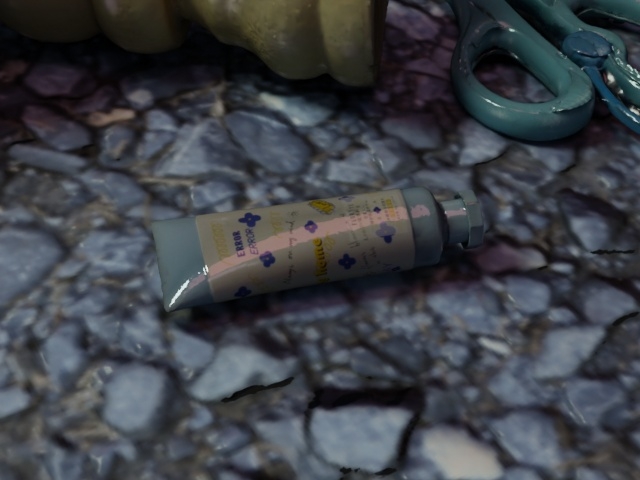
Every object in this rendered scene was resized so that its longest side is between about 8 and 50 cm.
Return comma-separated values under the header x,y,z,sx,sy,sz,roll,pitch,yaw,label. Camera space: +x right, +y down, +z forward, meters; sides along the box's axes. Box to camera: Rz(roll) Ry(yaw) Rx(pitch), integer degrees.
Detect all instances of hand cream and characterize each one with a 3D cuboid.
x,y,z,sx,sy,sz,roll,pitch,yaw,label
0.000,0.000,0.585,0.170,0.043,0.065,-7,45,-10,hand cream

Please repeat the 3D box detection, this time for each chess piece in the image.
x,y,z,sx,sy,sz,roll,pitch,yaw,label
-0.085,-0.174,0.705,0.260,0.143,0.143,4,43,8,chess piece

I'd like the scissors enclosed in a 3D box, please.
x,y,z,sx,sy,sz,roll,pitch,yaw,label
0.119,-0.191,0.803,0.180,0.032,0.393,-16,47,-21,scissors
